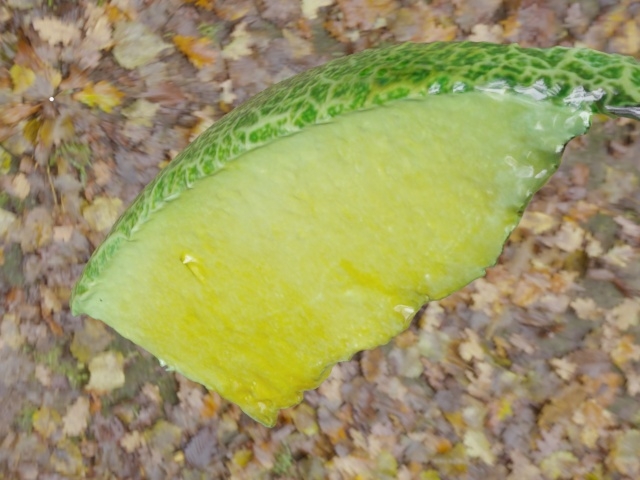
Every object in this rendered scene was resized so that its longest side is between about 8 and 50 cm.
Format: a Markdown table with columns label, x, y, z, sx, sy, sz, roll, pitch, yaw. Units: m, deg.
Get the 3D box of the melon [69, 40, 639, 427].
| label | x | y | z | sx | sy | sz | roll | pitch | yaw |
| --- | --- | --- | --- | --- | --- | --- | --- | --- | --- |
| melon | 0.001 | -0.001 | 0.391 | 0.053 | 0.262 | 0.114 | -27 | 90 | -44 |
